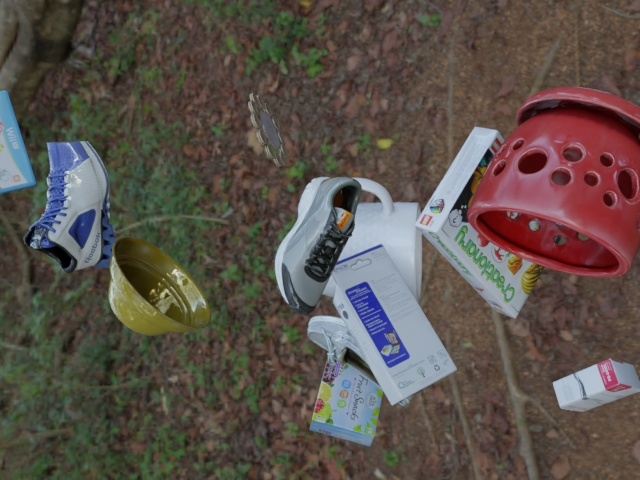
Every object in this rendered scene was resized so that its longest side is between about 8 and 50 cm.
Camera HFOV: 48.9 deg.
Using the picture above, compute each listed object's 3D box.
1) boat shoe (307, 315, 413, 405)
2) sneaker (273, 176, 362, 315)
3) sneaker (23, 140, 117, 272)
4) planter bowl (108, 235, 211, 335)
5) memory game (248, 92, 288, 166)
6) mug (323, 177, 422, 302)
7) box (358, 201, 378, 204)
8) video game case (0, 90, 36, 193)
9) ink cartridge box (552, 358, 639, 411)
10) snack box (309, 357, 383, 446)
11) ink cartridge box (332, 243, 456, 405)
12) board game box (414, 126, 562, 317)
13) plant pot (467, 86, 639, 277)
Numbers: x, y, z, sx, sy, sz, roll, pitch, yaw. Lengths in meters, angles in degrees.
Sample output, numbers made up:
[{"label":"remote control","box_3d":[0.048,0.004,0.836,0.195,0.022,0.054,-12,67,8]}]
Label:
[{"label":"boat shoe","box_3d":[0.096,0.286,1.718,0.320,0.103,0.118,28,149,19]},{"label":"sneaker","box_3d":[0.000,0.000,1.231,0.108,0.100,0.271,-9,57,47]},{"label":"sneaker","box_3d":[-0.573,-0.063,1.585,0.127,0.182,0.315,-1,106,33]},{"label":"planter bowl","box_3d":[-0.303,0.101,1.238,0.090,0.217,0.217,-45,44,12]},{"label":"memory game","box_3d":[-0.121,-0.256,1.642,0.012,0.186,0.186,-20,62,15]},{"label":"mug","box_3d":[0.102,-0.005,1.914,0.276,0.328,0.374,-75,-19,-52]},{"label":"box","box_3d":[0.153,-0.041,2.247,0.232,0.149,0.126,11,116,60]},{"label":"video game case","box_3d":[-0.432,-0.101,0.817,0.015,0.166,0.119,-8,99,61]},{"label":"ink cartridge box","box_3d":[0.611,0.323,1.561,0.150,0.109,0.063,-35,51,37]},{"label":"snack box","box_3d":[0.078,0.439,1.936,0.070,0.175,0.207,102,-175,-49]},{"label":"ink cartridge box","box_3d":[0.147,0.181,1.564,0.332,0.165,0.065,62,150,15]},{"label":"board game box","box_3d":[0.294,-0.021,1.182,0.053,0.305,0.193,22,76,48]},{"label":"plant pot","box_3d":[0.290,-0.069,0.827,0.191,0.191,0.174,3,65,57]}]
